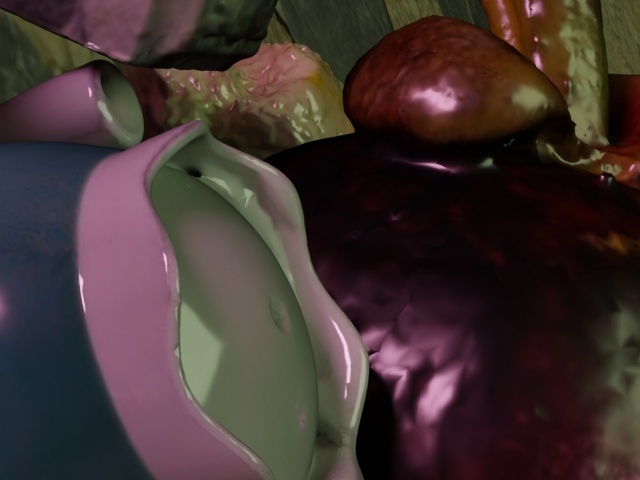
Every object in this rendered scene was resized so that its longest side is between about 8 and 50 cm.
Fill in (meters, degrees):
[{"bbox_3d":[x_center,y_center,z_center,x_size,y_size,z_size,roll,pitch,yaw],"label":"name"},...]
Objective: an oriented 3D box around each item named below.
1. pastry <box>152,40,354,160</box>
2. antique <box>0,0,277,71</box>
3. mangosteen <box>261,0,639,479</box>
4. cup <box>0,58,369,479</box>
[{"bbox_3d":[0.001,-0.001,0.861,0.121,0.089,0.258,-93,159,-69],"label":"pastry"},{"bbox_3d":[-0.096,-0.126,0.577,0.086,0.183,0.088,-67,166,12],"label":"antique"},{"bbox_3d":[0.065,0.071,0.633,0.297,0.293,0.297,48,-5,5],"label":"mangosteen"},{"bbox_3d":[-0.085,0.047,0.460,0.167,0.173,0.300,53,26,-34],"label":"cup"}]
